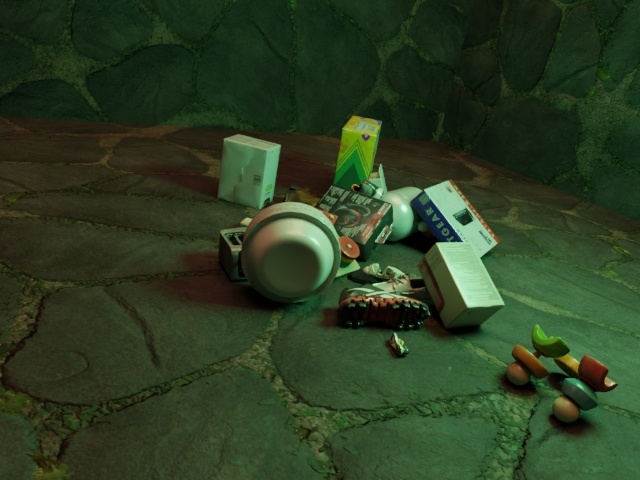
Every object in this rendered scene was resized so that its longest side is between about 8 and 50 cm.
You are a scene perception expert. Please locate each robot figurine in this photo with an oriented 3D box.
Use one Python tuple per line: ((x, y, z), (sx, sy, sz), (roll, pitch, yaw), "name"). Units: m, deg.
((0.326, -0.111, 2.138), (0.300, 0.200, 0.353), (22, 25, 31), "robot figurine")

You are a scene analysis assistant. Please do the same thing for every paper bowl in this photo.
((-0.084, 0.045, 1.468), (0.284, 0.284, 0.148), (8, 23, -7), "paper bowl")

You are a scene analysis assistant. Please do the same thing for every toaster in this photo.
((-0.226, 0.036, 1.641), (0.168, 0.110, 0.186), (-5, 27, -25), "toaster")

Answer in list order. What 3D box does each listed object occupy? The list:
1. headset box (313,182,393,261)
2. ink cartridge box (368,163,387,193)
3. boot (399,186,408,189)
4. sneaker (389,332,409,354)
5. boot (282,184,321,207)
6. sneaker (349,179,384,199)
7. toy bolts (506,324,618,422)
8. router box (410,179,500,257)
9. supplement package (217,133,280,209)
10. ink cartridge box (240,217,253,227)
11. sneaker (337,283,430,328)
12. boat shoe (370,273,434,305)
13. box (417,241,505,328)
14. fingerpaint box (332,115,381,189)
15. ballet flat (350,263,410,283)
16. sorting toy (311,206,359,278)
((0.119, -0.066, 1.935), (0.293, 0.110, 0.218), (21, 59, 26), "headset box")
((0.257, -0.240, 2.316), (0.060, 0.180, 0.104), (-9, 23, 16), "ink cartridge box")
((0.429, -0.180, 2.530), (0.263, 0.091, 0.229), (20, 29, 31), "boot")
((0.211, 0.279, 1.384), (0.035, 0.031, 0.083), (18, 24, -18), "sneaker")
((-0.024, -0.122, 2.210), (0.280, 0.096, 0.264), (23, 21, -2), "boot")
((0.139, -0.169, 2.087), (0.108, 0.271, 0.100), (41, 53, -14), "sneaker")
((0.599, 0.358, 1.295), (0.218, 0.158, 0.228), (46, -4, -25), "toy bolts")
((0.545, -0.072, 2.081), (0.335, 0.082, 0.301), (54, 36, 9), "router box")
((-0.304, -0.294, 2.211), (0.204, 0.262, 0.145), (16, 24, 12), "supplement package")
((-0.210, -0.061, 1.985), (0.145, 0.045, 0.179), (15, 25, 8), "ink cartridge box")
((0.177, 0.184, 1.498), (0.276, 0.098, 0.135), (5, 25, -11), "sneaker")
((0.254, 0.150, 1.627), (0.267, 0.088, 0.096), (5, 23, -14), "boat shoe")
((0.419, 0.133, 1.574), (0.148, 0.127, 0.232), (0, 54, -27), "box")
((0.168, -0.373, 2.474), (0.163, 0.371, 0.445), (12, 23, 5), "fingerpaint box")
((0.202, 0.113, 1.720), (0.203, 0.074, 0.074), (13, 22, 6), "ballet flat")
((0.000, 0.000, 1.705), (0.255, 0.089, 0.257), (-13, 63, -49), "sorting toy")
